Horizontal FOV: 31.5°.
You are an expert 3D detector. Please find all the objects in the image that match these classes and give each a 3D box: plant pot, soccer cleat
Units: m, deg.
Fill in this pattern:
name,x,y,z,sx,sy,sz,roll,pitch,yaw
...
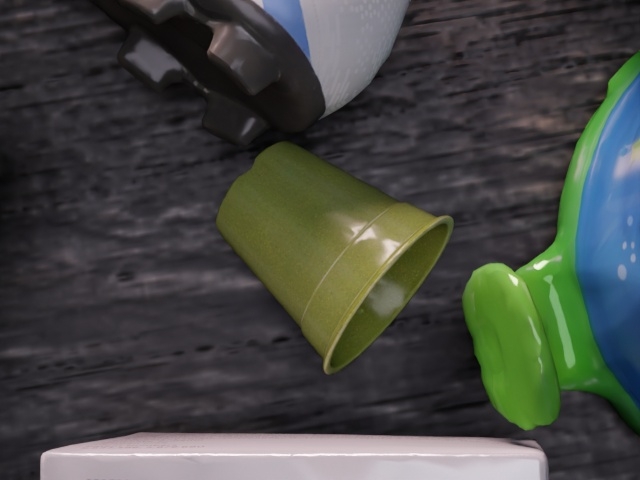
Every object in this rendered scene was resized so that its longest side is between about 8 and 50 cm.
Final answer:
name,x,y,z,sx,sy,sz,roll,pitch,yaw
plant pot,0.000,0.000,0.483,0.079,0.083,0.083,39,85,14
soccer cleat,-0.101,-0.179,0.491,0.331,0.116,0.143,37,69,1

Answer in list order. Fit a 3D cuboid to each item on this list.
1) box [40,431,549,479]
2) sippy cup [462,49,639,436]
name,x,y,z,sx,sy,sz,roll,pitch,yaw
box,-0.003,0.165,0.428,0.181,0.119,0.181,-2,84,8
sippy cup,0.222,-0.006,0.410,0.240,0.224,0.305,39,85,4
